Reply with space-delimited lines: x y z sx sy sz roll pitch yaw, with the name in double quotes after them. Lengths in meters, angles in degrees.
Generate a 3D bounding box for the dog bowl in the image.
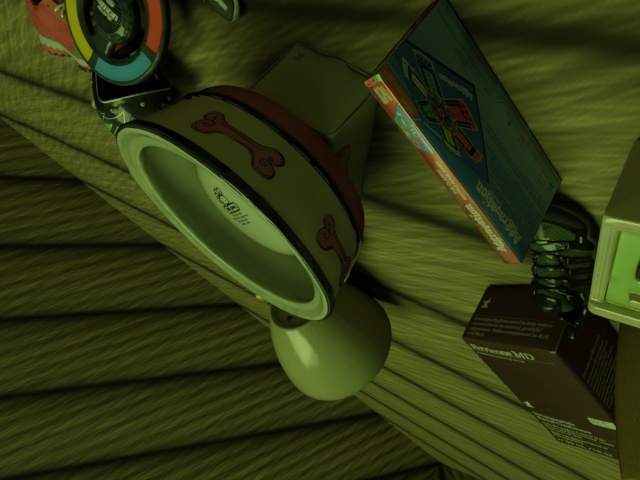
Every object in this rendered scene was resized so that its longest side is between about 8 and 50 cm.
-0.108 -0.058 0.686 0.408 0.150 0.408 33 158 16 "dog bowl"

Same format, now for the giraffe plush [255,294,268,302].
-0.085 0.126 1.373 0.170 0.181 0.210 25 122 2 "giraffe plush"

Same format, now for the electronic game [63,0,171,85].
-0.347 -0.383 0.732 0.229 0.048 0.229 9 113 23 "electronic game"

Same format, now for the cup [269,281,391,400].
-0.004 0.220 1.160 0.331 0.331 0.237 14 150 42 "cup"

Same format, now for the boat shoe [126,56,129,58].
-0.444 -0.390 0.985 0.153 0.048 0.056 38 157 -3 "boat shoe"

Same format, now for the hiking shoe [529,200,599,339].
0.343 0.042 0.613 0.227 0.114 0.086 47 155 -23 "hiking shoe"

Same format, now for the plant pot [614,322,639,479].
0.505 0.235 0.578 0.237 0.254 0.237 31 157 15 "plant pot"

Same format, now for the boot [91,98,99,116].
-0.595 -0.371 1.237 0.084 0.059 0.158 36 166 -6 "boot"

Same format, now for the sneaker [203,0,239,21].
-0.189 -0.377 0.628 0.158 0.065 0.061 44 156 -16 "sneaker"

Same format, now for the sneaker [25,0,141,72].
-0.508 -0.445 0.889 0.313 0.116 0.136 23 149 26 "sneaker"

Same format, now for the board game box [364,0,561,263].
0.179 -0.118 0.499 0.281 0.145 0.027 46 155 -21 "board game box"

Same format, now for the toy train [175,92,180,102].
-0.341 -0.288 1.027 0.125 0.046 0.166 50 158 -5 "toy train"

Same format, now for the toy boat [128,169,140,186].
-0.426 -0.185 1.156 0.318 0.148 0.267 64 -179 -70 "toy boat"

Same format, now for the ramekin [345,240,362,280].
0.000 0.000 1.028 0.207 0.109 0.207 30 156 14 "ramekin"

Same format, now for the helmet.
-0.368 -0.275 0.869 0.162 0.169 0.169 65 159 8 "helmet"

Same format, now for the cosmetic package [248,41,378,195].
-0.011 -0.149 0.730 0.153 0.129 0.296 32 156 15 "cosmetic package"

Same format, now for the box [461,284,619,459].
0.468 0.254 0.816 0.381 0.143 0.191 46 156 -18 "box"

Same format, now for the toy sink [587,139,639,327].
0.401 0.027 0.479 0.152 0.131 0.234 19 152 36 "toy sink"
